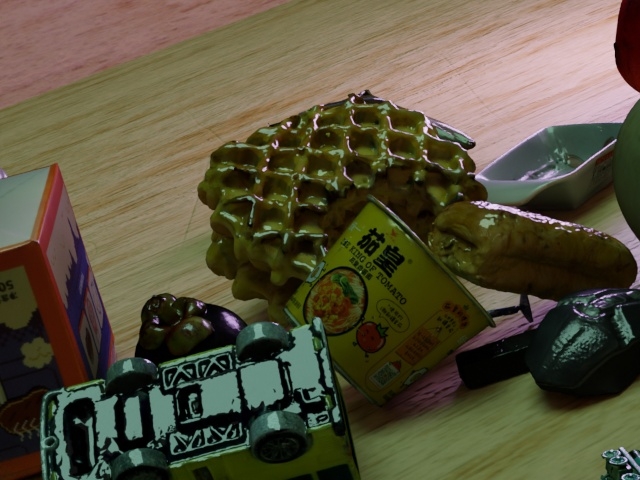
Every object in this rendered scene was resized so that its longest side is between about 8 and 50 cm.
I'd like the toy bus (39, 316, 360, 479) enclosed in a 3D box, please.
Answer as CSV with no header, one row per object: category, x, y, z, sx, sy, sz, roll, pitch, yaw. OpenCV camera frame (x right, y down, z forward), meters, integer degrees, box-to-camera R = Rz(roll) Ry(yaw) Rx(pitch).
toy bus,-0.103,0.180,1.308,0.262,0.150,0.128,-15,48,4

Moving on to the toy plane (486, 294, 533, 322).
toy plane,0.138,0.085,1.557,0.167,0.054,0.062,-13,-7,12

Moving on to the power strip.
power strip,0.189,0.113,1.453,0.111,0.029,0.038,-18,19,-7

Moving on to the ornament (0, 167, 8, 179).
ornament,-0.549,0.002,1.936,0.337,0.337,0.337,-14,18,5

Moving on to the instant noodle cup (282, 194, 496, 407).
instant noodle cup,0.060,0.068,1.451,0.144,0.182,0.182,-45,21,-1

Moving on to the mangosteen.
mangosteen,-0.137,0.113,1.535,0.137,0.151,0.137,-20,34,14

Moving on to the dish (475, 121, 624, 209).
dish,0.296,-0.081,1.872,0.154,0.064,0.234,2,24,43

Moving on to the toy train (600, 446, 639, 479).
toy train,0.255,0.190,1.181,0.045,0.029,0.092,-10,17,-6

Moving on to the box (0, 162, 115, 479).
box,-0.422,0.111,1.614,0.348,0.257,0.318,-16,20,-2

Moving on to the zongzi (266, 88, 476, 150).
zongzi,0.050,-0.121,2.112,0.250,0.125,0.274,-24,26,-27

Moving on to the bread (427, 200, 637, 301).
bread,0.219,0.014,1.510,0.211,0.083,0.114,13,6,-31

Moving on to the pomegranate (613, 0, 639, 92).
pomegranate,0.521,-0.286,2.073,0.210,0.210,0.235,-1,-9,37

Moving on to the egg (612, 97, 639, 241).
egg,0.411,-0.058,1.471,0.218,0.218,0.295,-16,25,1

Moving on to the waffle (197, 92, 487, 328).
waffle,0.026,-0.039,1.737,0.324,0.151,0.261,-23,56,-28

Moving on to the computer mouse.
computer mouse,0.268,0.083,1.394,0.192,0.062,0.106,-28,36,-33
